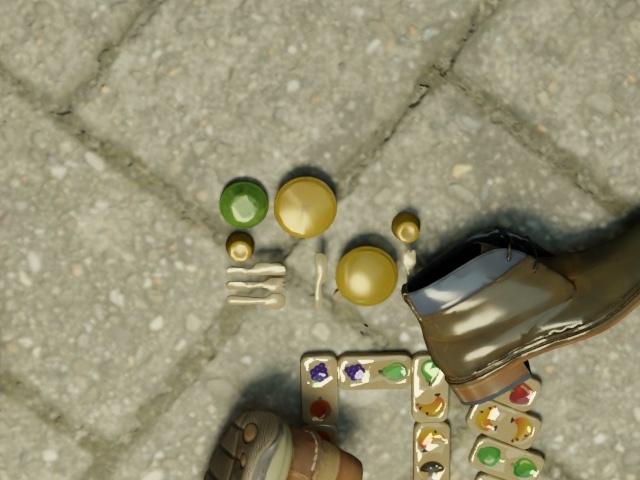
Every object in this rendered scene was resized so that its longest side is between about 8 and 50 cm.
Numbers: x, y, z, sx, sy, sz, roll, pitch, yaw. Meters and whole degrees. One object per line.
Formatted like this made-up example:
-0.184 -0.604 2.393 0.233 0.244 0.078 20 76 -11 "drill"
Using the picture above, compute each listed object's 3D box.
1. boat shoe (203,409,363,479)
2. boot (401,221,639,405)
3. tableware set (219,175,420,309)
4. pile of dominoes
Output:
-0.061 0.287 1.527 0.116 0.123 0.324 16 115 -20 "boat shoe"
0.168 0.025 1.468 0.219 0.082 0.106 -36 109 5 "boot"
0.000 0.000 1.487 0.154 0.024 0.104 0 105 -2 "tableware set"
0.084 0.209 1.550 0.196 0.040 0.251 -2 109 -2 "pile of dominoes"
